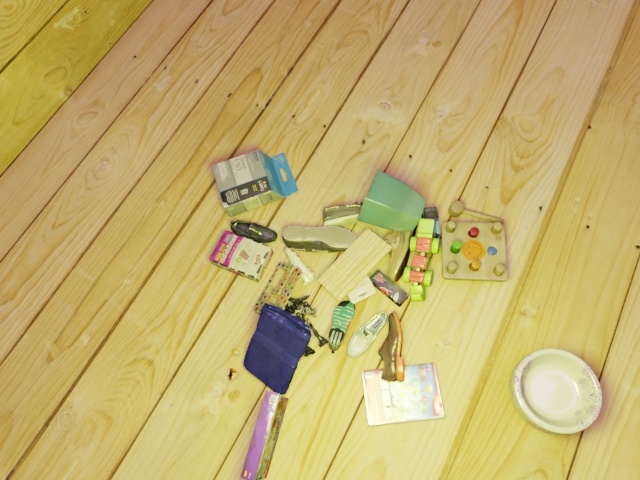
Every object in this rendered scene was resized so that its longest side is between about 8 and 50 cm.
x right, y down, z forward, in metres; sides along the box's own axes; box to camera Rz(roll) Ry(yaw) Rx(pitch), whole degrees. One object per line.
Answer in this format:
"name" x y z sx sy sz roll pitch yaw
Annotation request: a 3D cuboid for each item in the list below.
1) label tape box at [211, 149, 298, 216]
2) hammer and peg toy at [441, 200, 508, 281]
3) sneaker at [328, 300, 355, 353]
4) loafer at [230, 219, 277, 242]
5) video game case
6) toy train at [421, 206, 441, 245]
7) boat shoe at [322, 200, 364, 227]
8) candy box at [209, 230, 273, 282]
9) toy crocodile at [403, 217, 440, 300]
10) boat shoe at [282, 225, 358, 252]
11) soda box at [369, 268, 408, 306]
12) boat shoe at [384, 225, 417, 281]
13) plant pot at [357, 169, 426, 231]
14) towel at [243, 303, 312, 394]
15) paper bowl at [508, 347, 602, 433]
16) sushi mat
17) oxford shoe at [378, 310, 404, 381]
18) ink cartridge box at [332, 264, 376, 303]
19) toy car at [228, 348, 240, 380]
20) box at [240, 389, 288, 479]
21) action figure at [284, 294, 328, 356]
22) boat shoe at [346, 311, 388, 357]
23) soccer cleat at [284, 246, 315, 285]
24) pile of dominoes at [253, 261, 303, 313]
"label tape box" -0.308 -0.288 2.173 0.348 0.115 0.249 -21 66 0
"hammer and peg toy" 0.637 -0.007 1.913 0.266 0.127 0.361 3 67 9
"sneaker" 0.077 0.345 1.871 0.083 0.098 0.223 19 46 11
"loafer" -0.302 -0.042 2.082 0.223 0.078 0.076 13 70 13
"video game case" 0.309 0.582 1.757 0.286 0.025 0.203 -8 66 4
"toy train" 0.468 -0.050 1.967 0.080 0.105 0.184 -4 66 6
"boat shoe" 0.158 -0.125 2.040 0.305 0.109 0.091 -11 70 7
"candy box" -0.346 0.070 2.043 0.234 0.071 0.159 20 70 16
"toy crocodile" 0.405 0.077 1.858 0.115 0.105 0.340 11 87 21
"boat shoe" 0.000 0.000 2.029 0.336 0.095 0.112 6 56 5
"soda box" 0.281 0.197 1.913 0.169 0.053 0.060 40 77 22
"boat shoe" 0.325 0.020 1.956 0.110 0.121 0.341 12 59 18
"plant pot" 0.299 -0.145 1.900 0.235 0.165 0.165 22 59 4
"towel" -0.166 0.417 1.790 0.228 0.076 0.308 31 112 23
"paper bowl" 0.818 0.535 1.641 0.285 0.148 0.284 -3 67 6
"sushi mat" 0.141 0.095 1.904 0.316 0.019 0.151 -45 53 -8
"oxford shoe" 0.269 0.403 1.787 0.099 0.097 0.271 -4 60 11
"ink cartridge box" 0.143 0.174 1.916 0.115 0.067 0.198 -26 54 -4
"toy car" -0.339 0.502 1.865 0.041 0.060 0.121 16 74 -20
"box" -0.197 0.704 1.676 0.057 0.201 0.293 12 68 12
"action figure" -0.079 0.317 1.864 0.164 0.141 0.275 -32 69 -4
"boat shoe" 0.182 0.367 1.840 0.083 0.075 0.226 35 75 20
"soccer cleat" -0.103 0.110 1.998 0.076 0.068 0.196 -40 70 -7
"pile of dominoes" -0.185 0.198 1.924 0.196 0.040 0.251 6 62 50
